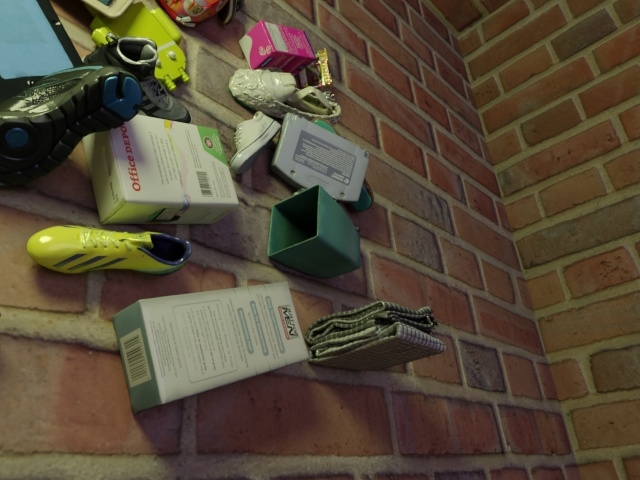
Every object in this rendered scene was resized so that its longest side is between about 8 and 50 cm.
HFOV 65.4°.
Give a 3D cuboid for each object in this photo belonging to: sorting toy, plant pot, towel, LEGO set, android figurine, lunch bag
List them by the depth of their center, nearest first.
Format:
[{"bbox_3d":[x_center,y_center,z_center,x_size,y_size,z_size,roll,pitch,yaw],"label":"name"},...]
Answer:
[{"bbox_3d":[-0.525,-0.605,1.136,0.208,0.038,0.193,25,44,-19],"label":"sorting toy"},{"bbox_3d":[-0.434,-0.483,1.214,0.273,0.056,0.248,50,38,-13],"label":"android figurine"},{"bbox_3d":[0.135,0.238,1.255,0.235,0.284,0.121,23,51,-42],"label":"towel"},{"bbox_3d":[0.000,0.000,1.352,0.234,0.166,0.165,37,43,-41],"label":"plant pot"},{"bbox_3d":[-0.397,-0.741,1.359,0.293,0.120,0.258,51,39,-16],"label":"lunch bag"},{"bbox_3d":[-0.020,-0.601,1.767,0.132,0.107,0.287,70,10,-59],"label":"LEGO set"}]

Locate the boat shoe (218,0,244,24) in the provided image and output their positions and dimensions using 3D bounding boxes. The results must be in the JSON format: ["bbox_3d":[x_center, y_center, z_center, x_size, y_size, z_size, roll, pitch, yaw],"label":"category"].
[{"bbox_3d":[-0.271,-0.749,1.546,0.073,0.080,0.223,18,51,-37],"label":"boat shoe"}]

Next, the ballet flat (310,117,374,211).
[{"bbox_3d":[0.067,-0.250,1.632,0.342,0.116,0.124,53,18,-13],"label":"ballet flat"}]

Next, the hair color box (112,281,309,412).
[{"bbox_3d":[-0.205,0.201,1.017,0.374,0.113,0.185,-2,70,-50],"label":"hair color box"}]

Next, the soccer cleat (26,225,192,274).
[{"bbox_3d":[-0.376,0.010,0.924,0.289,0.121,0.093,10,62,-46],"label":"soccer cleat"}]

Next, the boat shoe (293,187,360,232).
[{"bbox_3d":[0.025,-0.079,1.455,0.254,0.095,0.079,40,82,-29],"label":"boat shoe"}]

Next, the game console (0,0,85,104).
[{"bbox_3d":[-0.638,-0.388,0.911,0.342,0.060,0.386,-30,92,-53],"label":"game console"}]

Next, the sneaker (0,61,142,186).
[{"bbox_3d":[-0.489,-0.211,0.884,0.341,0.140,0.125,-33,138,-21],"label":"sneaker"}]

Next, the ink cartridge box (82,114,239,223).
[{"bbox_3d":[-0.336,-0.146,1.069,0.278,0.117,0.201,-3,70,-50],"label":"ink cartridge box"}]

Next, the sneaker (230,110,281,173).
[{"bbox_3d":[-0.196,-0.268,1.351,0.091,0.094,0.258,34,38,-6],"label":"sneaker"}]

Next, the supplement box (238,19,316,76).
[{"bbox_3d":[-0.134,-0.609,1.596,0.220,0.111,0.114,-15,81,-52],"label":"supplement box"}]

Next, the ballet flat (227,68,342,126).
[{"bbox_3d":[-0.090,-0.444,1.532,0.409,0.147,0.147,13,59,-45],"label":"ballet flat"}]

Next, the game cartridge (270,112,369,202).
[{"bbox_3d":[0.000,-0.229,1.485,0.297,0.062,0.198,21,82,-27],"label":"game cartridge"}]

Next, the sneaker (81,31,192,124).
[{"bbox_3d":[-0.380,-0.347,1.110,0.268,0.153,0.101,28,49,-37],"label":"sneaker"}]
